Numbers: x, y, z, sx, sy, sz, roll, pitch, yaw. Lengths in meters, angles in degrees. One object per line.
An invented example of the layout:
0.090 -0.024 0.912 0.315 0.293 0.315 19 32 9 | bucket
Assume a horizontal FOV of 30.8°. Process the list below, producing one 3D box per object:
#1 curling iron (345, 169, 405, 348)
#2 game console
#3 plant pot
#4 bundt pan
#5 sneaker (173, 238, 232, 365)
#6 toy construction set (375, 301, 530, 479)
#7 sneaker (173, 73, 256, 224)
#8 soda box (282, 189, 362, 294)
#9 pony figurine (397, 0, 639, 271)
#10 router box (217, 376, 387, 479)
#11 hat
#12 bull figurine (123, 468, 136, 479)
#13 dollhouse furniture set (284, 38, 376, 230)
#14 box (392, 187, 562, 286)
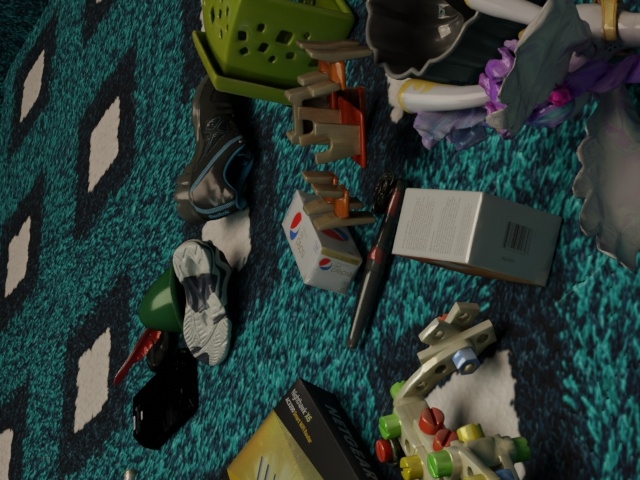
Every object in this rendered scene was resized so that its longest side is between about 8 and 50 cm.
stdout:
0.082 0.030 1.749 0.068 0.035 0.274 -179 101 -73 | curling iron
-0.316 0.228 2.351 0.213 0.044 0.361 -44 41 41 | game console
-0.100 -0.377 2.087 0.207 0.227 0.228 -67 29 27 | plant pot
0.203 -0.366 1.637 0.331 0.124 0.331 -34 48 49 | bundt pan
-0.204 0.105 2.175 0.153 0.094 0.235 -42 -64 -73 | sneaker
0.156 0.234 1.394 0.328 0.151 0.215 -97 11 -49 | toy construction set
-0.180 -0.190 2.274 0.139 0.125 0.341 -7 65 30 | sneaker
0.000 0.000 1.834 0.216 0.073 0.069 -113 44 -61 | soda box
0.269 -0.180 1.285 0.363 0.303 0.351 5 55 47 | pony figurine
-0.026 0.382 1.664 0.243 0.081 0.309 -53 33 10 | router box
-0.335 0.132 2.218 0.183 0.173 0.209 -11 51 12 | hat
-0.350 0.557 2.188 0.310 0.101 0.188 -54 31 29 | bull figurine
0.034 -0.177 1.764 0.259 0.135 0.262 -125 31 -68 | dollhouse furniture set
0.194 -0.006 1.466 0.170 0.130 0.091 7 83 62 | box
